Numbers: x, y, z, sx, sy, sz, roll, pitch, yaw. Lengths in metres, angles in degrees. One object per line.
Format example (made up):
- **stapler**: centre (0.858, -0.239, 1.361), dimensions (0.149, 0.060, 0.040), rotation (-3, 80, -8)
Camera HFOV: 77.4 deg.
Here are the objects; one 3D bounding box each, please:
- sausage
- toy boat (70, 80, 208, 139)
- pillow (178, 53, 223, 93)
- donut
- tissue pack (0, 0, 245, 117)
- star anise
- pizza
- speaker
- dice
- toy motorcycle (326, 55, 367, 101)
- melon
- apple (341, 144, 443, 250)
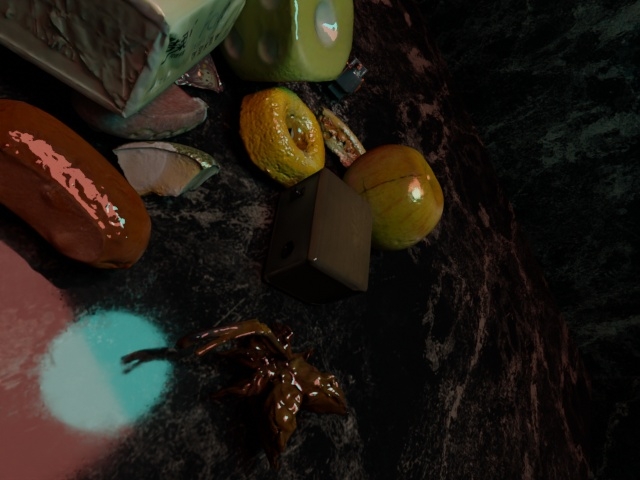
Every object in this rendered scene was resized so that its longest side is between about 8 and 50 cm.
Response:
- **sausage**: centre (-0.336, -0.070, 0.533), dimensions (0.258, 0.133, 0.133), rotation (48, 42, -20)
- **toy boat**: centre (-0.309, -0.229, 0.685), dimensions (0.155, 0.085, 0.227), rotation (47, 33, 3)
- **pillow**: centre (-0.276, -0.397, 0.832), dimensions (0.118, 0.043, 0.184), rotation (-9, 83, -48)
- **donut**: centre (-0.083, -0.235, 0.925), dimensions (0.253, 0.119, 0.253), rotation (43, 39, -48)
- **tissue pack**: centre (-0.313, -0.424, 0.610), dimensions (0.332, 0.205, 0.404), rotation (33, 43, -17)
- **star anise**: centre (-0.090, 0.223, 0.652), dimensions (0.346, 0.148, 0.237), rotation (46, 40, -38)
- **pizza**: centre (0.074, -0.272, 1.157), dimensions (0.271, 0.056, 0.134), rotation (54, 32, -13)
- **speaker**: centre (0.000, 0.000, 0.858), dimensions (0.193, 0.153, 0.230), rotation (33, 49, -35)
- **dice**: centre (-0.078, -0.481, 0.888), dimensions (0.227, 0.233, 0.238), rotation (-29, 127, -49)
- **toy motorcycle**: centre (0.004, -0.558, 1.161), dimensions (0.326, 0.148, 0.221), rotation (42, 22, -19)
- **melon**: centre (-0.235, -0.122, 0.693), dimensions (0.203, 0.140, 0.093), rotation (-7, 99, -53)
- **apple**: centre (0.185, -0.113, 1.042), dimensions (0.286, 0.233, 0.285), rotation (44, 30, -34)
